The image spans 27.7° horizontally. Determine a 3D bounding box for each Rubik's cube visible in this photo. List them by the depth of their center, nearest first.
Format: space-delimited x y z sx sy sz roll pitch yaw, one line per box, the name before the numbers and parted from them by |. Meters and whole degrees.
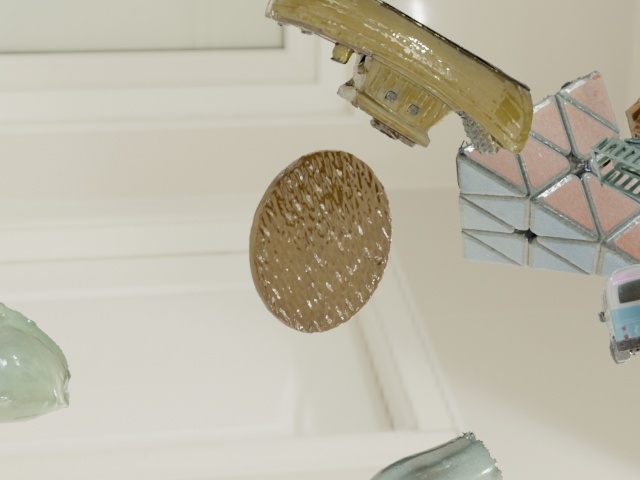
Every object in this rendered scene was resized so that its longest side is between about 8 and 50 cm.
Rubik's cube | 0.287 -0.065 1.651 0.228 0.229 0.233 -95 173 -70

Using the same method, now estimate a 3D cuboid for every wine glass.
wine glass | 0.084 0.290 1.387 0.103 0.222 0.103 56 -19 31

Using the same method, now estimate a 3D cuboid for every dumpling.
dumpling | -0.404 0.160 1.592 0.149 0.217 0.105 49 -58 26

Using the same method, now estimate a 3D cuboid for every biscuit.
biscuit | -0.001 0.000 1.800 0.037 0.262 0.262 15 -70 48

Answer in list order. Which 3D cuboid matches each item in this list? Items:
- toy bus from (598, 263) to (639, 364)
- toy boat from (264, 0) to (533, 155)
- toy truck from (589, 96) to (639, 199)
toy bus | 0.264 0.061 1.077 0.123 0.060 0.075 38 39 -77
toy boat | 0.083 -0.175 1.391 0.121 0.321 0.089 -60 -161 7
toy truck | 0.370 -0.081 1.277 0.178 0.115 0.080 30 -26 48
